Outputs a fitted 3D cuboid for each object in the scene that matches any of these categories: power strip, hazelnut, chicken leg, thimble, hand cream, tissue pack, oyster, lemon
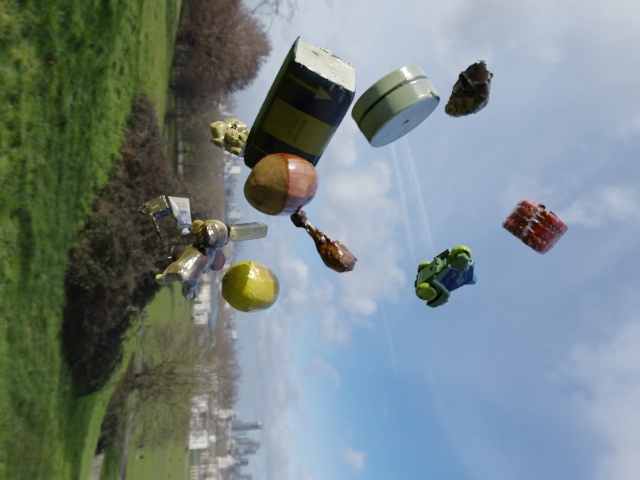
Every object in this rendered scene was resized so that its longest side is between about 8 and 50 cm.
[{"bbox_3d":[0.292,-0.529,1.863,0.161,0.358,0.357,58,-18,9],"label":"power strip"},{"bbox_3d":[-0.105,-0.156,1.311,0.214,0.215,0.176,149,-63,-77],"label":"hazelnut"},{"bbox_3d":[0.000,0.000,1.561,0.304,0.093,0.113,45,2,20],"label":"chicken leg"},{"bbox_3d":[0.680,-0.046,1.468,0.125,0.163,0.189,-54,178,14],"label":"thimble"},{"bbox_3d":[-0.500,-0.091,1.664,0.053,0.084,0.142,-20,-104,36],"label":"hand cream"},{"bbox_3d":[-0.072,-0.431,1.573,0.416,0.254,0.264,-57,-161,34],"label":"tissue pack"},{"bbox_3d":[0.559,-0.561,1.750,0.294,0.166,0.093,60,43,-66],"label":"oyster"},{"bbox_3d":[-0.303,0.204,2.024,0.234,0.289,0.233,-18,-114,47],"label":"lemon"}]

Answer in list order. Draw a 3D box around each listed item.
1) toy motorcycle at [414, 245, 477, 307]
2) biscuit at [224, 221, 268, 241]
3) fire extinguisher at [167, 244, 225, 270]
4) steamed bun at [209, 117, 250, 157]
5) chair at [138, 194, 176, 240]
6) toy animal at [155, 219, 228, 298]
[{"bbox_3d":[0.596,0.161,2.127,0.326,0.200,0.191,-43,-164,37],"label":"toy motorcycle"},{"bbox_3d":[-0.258,-0.033,1.591,0.052,0.188,0.056,20,-74,32],"label":"biscuit"},{"bbox_3d":[-0.651,0.079,2.363,0.135,0.338,0.114,-62,146,-42],"label":"fire extinguisher"},{"bbox_3d":[-0.334,-0.403,1.762,0.106,0.192,0.177,-62,168,18],"label":"steamed bun"},{"bbox_3d":[-0.700,-0.124,2.041,0.213,0.174,0.149,56,-22,12],"label":"chair"},{"bbox_3d":[-0.351,0.046,1.288,0.169,0.121,0.233,-42,-164,48],"label":"toy animal"}]
